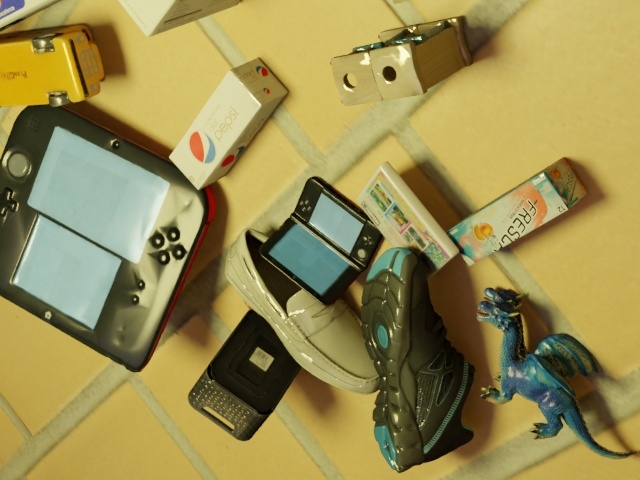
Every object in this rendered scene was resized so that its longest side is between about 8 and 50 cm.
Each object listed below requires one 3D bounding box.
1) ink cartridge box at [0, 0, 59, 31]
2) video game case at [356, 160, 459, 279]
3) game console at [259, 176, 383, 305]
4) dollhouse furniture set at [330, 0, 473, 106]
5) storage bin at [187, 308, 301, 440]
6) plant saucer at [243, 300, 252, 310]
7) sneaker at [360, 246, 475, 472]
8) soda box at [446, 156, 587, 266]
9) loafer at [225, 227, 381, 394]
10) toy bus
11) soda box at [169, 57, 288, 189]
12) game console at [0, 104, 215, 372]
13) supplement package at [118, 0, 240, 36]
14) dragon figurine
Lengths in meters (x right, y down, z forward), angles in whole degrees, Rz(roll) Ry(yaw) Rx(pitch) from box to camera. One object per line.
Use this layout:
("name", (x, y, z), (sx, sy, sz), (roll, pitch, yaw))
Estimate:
("ink cartridge box", (-0.497, -0.502, 1.810), (0.304, 0.072, 0.307), (-18, 98, 30))
("video game case", (0.118, -0.022, 1.610), (0.157, 0.019, 0.143), (52, 160, 6))
("game console", (0.000, 0.000, 1.713), (0.144, 0.085, 0.124), (38, 131, 16))
("dollhouse furniture set", (0.085, -0.282, 1.464), (0.129, 0.129, 0.183), (-4, 111, 40))
("storage bin", (-0.111, 0.210, 1.837), (0.122, 0.180, 0.084), (35, 133, 0))
("plant saucer", (-0.093, 0.090, 1.883), (0.084, 0.013, 0.083), (18, 123, 31))
("sneaker", (0.143, 0.161, 1.667), (0.125, 0.140, 0.340), (-135, 37, -61))
("soda box", (0.252, -0.035, 1.509), (0.183, 0.063, 0.058), (-35, 89, 44))
("loafer", (-0.021, 0.106, 1.764), (0.319, 0.112, 0.111), (39, 147, 16))
("toy bus", (-0.475, -0.283, 1.904), (0.333, 0.130, 0.108), (2, 113, 38))
("soda box", (-0.140, -0.171, 1.743), (0.074, 0.069, 0.216), (49, 134, 7))
("game console", (-0.383, -0.015, 1.904), (0.387, 0.060, 0.341), (27, 97, 17))
("supplement package", (-0.164, -0.443, 1.526), (0.199, 0.198, 0.263), (52, 133, 4))
("dragon figurine", (0.311, 0.184, 1.566), (0.289, 0.085, 0.144), (38, 131, 18))
